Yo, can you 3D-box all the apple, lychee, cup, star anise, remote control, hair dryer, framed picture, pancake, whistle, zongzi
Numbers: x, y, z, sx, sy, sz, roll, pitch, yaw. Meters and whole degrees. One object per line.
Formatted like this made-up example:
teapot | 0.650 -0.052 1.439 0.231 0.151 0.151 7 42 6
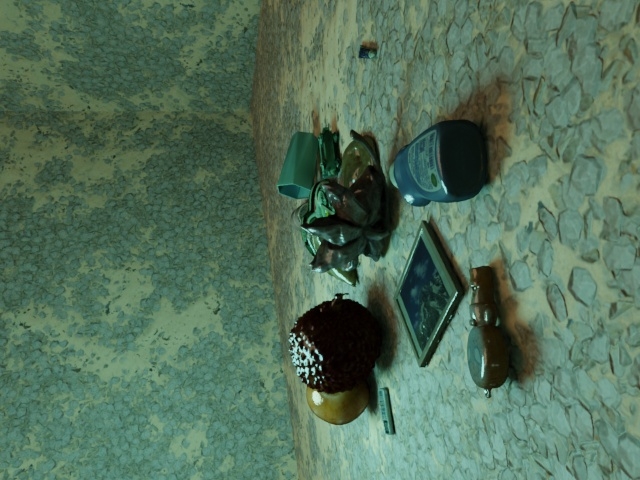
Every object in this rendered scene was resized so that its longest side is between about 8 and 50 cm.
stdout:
apple | 0.053 0.458 1.533 0.162 0.201 0.201 83 175 -58
lychee | 0.042 0.282 1.405 0.264 0.264 0.300 -133 44 -68
cup | -0.072 -0.288 1.904 0.134 0.148 0.236 -17 56 59
star anise | 0.084 -0.050 1.255 0.139 0.316 0.359 23 162 43
remote control | 0.182 0.474 1.391 0.053 0.017 0.125 125 139 -69
hair dryer | -0.049 -0.211 2.028 0.189 0.106 0.344 163 111 -77
framed picture | 0.229 0.122 1.111 0.209 0.019 0.281 -107 19 -44
pancake | 0.109 -0.192 1.441 0.242 0.050 0.242 176 90 -70
whistle | 0.282 0.153 0.849 0.107 0.057 0.220 88 180 -79
zongzi | 0.047 0.046 1.613 0.194 0.099 0.197 64 170 -30

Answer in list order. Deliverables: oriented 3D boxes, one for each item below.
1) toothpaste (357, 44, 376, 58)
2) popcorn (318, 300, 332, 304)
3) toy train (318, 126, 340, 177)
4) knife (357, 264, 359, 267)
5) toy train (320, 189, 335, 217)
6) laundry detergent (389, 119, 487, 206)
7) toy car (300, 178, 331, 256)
toothpaste | 0.125 -0.510 1.361 0.140 0.021 0.037 -119 36 -63
popcorn | 0.034 0.272 1.806 0.097 0.089 0.109 6 112 40
toy train | 0.028 -0.297 1.714 0.099 0.070 0.172 107 158 -80
knife | 0.095 0.018 1.608 0.166 0.022 0.078 -114 11 -56
toy train | 0.058 -0.100 1.628 0.200 0.083 0.132 -131 29 -68
laundry detergent | 0.214 -0.140 0.982 0.290 0.094 0.143 -176 76 -79
toy car | -0.007 -0.066 1.792 0.136 0.125 0.306 -157 62 -75
